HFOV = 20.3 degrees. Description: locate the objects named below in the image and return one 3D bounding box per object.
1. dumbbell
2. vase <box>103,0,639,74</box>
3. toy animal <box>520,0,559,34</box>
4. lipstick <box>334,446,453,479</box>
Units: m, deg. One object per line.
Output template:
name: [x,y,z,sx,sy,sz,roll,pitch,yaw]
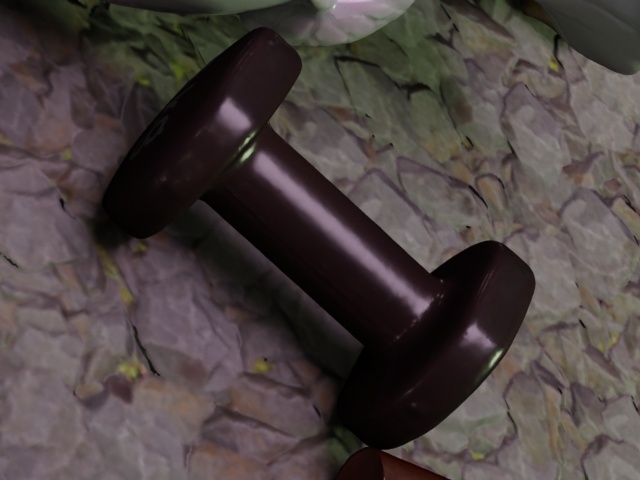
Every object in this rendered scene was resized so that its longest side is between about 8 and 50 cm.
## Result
dumbbell: [0.000,0.000,0.991,0.225,0.124,0.140,42,46,-12]
vase: [0.011,-0.226,1.027,0.445,0.250,0.250,10,58,-20]
toy animal: [0.163,-0.292,1.264,0.358,0.188,0.227,15,55,-30]
lipstick: [0.162,0.205,1.048,0.356,0.057,0.057,26,50,-27]
